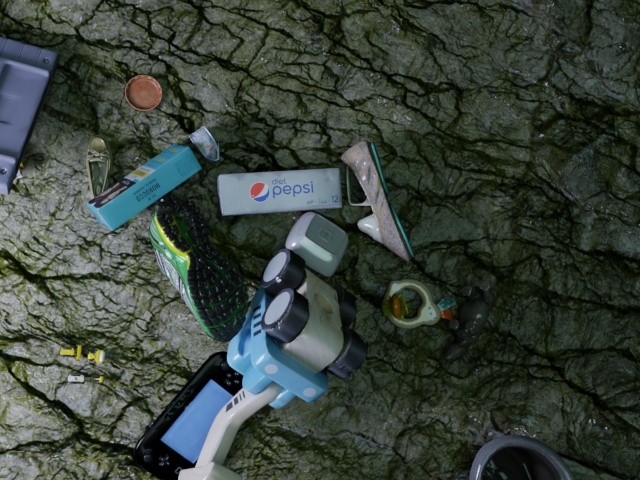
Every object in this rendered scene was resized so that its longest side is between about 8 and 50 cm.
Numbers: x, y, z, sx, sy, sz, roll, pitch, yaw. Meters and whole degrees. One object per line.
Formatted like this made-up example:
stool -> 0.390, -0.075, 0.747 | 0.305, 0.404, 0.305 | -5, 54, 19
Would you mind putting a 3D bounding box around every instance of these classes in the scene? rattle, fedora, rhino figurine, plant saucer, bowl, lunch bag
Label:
rattle -> 0.258, 0.161, 1.706 | 0.200, 0.143, 0.130 | 20, 68, -6
fedora -> 0.487, 0.609, 1.750 | 0.275, 0.124, 0.243 | 33, 80, -1
rhino figurine -> 0.366, 0.217, 1.748 | 0.073, 0.106, 0.243 | 21, 84, 31
plant saucer -> -0.410, -0.341, 1.630 | 0.084, 0.013, 0.083 | 0, 88, -13
bowl -> 0.000, 0.000, 1.655 | 0.142, 0.053, 0.142 | 34, 45, -7
lunch bag -> -0.261, -0.218, 1.631 | 0.053, 0.071, 0.083 | -34, 95, -6

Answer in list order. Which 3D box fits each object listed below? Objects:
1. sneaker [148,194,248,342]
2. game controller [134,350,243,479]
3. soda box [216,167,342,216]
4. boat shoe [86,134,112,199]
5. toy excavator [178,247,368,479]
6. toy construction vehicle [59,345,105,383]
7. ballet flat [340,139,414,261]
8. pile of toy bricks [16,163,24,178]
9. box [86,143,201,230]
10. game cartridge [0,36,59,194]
sneaker -> -0.275, 0.071, 1.571 | 0.134, 0.146, 0.343 | -19, 75, -34
game controller -> -0.274, 0.413, 1.618 | 0.166, 0.067, 0.319 | 41, 82, -9
soda box -> -0.097, -0.114, 1.654 | 0.287, 0.091, 0.098 | -5, 91, -12
boat shoe -> -0.502, -0.163, 1.588 | 0.056, 0.048, 0.152 | 3, 89, -12
toy excavator -> -0.125, 0.308, 1.541 | 0.222, 0.433, 0.445 | 36, 114, -25
toy construction vehicle -> -0.536, 0.281, 1.584 | 0.098, 0.035, 0.085 | 2, 77, -15
ballet flat -> 0.130, -0.084, 1.711 | 0.106, 0.107, 0.315 | -20, 88, 8
pile of toy bricks -> -0.763, -0.175, 1.508 | 0.212, 0.118, 0.105 | -16, 69, -9
box -> -0.392, -0.122, 1.562 | 0.244, 0.100, 0.060 | -39, 118, -20
game cartridge -> -0.717, -0.282, 1.475 | 0.230, 0.068, 0.354 | 16, 63, -15
